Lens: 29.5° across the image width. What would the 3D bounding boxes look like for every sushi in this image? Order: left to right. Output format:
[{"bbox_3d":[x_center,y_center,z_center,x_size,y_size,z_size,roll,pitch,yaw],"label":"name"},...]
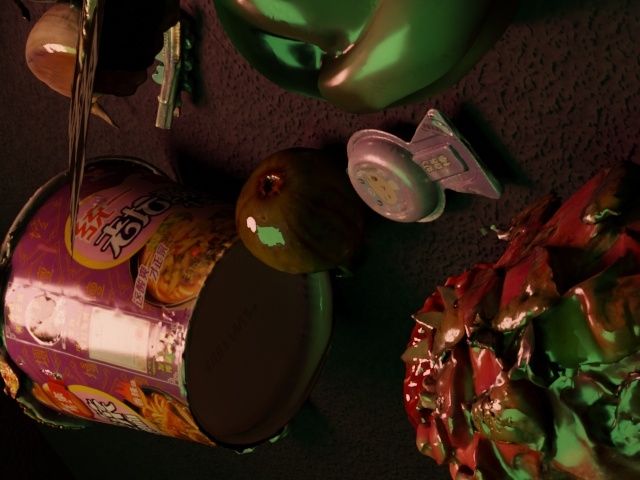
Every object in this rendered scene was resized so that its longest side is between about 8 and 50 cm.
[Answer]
[{"bbox_3d":[-0.126,-0.194,0.862,0.320,0.069,0.339,-115,34,-64],"label":"sushi"}]

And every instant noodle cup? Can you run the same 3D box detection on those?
[{"bbox_3d":[-0.161,0.087,1.366,0.266,0.340,0.339,14,142,37],"label":"instant noodle cup"}]

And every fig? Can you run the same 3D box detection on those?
[{"bbox_3d":[0.000,0.000,1.219,0.124,0.124,0.236,30,166,32],"label":"fig"}]

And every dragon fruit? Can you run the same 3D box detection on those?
[{"bbox_3d":[0.202,0.093,0.798,0.269,0.250,0.291,42,118,0],"label":"dragon fruit"}]

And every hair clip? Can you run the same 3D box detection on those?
[{"bbox_3d":[-0.155,-0.182,1.247,0.049,0.049,0.173,40,150,14],"label":"hair clip"}]

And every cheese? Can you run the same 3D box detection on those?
[{"bbox_3d":[0.079,-0.061,1.058,0.105,0.042,0.191,49,154,-11],"label":"cheese"}]

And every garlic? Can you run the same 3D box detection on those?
[{"bbox_3d":[-0.263,-0.195,1.355,0.129,0.090,0.198,35,152,-5],"label":"garlic"}]

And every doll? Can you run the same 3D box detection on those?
[{"bbox_3d":[0.034,-0.210,0.691,0.215,0.226,0.370,8,146,-1],"label":"doll"}]

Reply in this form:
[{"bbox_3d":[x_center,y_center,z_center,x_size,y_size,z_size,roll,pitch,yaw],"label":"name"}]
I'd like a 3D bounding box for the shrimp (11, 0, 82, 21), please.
[{"bbox_3d":[-0.279,-0.319,1.104,0.411,0.166,0.221,37,128,9],"label":"shrimp"}]

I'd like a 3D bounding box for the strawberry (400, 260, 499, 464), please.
[{"bbox_3d":[0.184,0.126,1.057,0.205,0.205,0.244,28,173,35],"label":"strawberry"}]

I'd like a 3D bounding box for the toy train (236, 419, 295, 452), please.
[{"bbox_3d":[-0.164,0.178,1.743,0.298,0.120,0.194,46,161,-1],"label":"toy train"}]
